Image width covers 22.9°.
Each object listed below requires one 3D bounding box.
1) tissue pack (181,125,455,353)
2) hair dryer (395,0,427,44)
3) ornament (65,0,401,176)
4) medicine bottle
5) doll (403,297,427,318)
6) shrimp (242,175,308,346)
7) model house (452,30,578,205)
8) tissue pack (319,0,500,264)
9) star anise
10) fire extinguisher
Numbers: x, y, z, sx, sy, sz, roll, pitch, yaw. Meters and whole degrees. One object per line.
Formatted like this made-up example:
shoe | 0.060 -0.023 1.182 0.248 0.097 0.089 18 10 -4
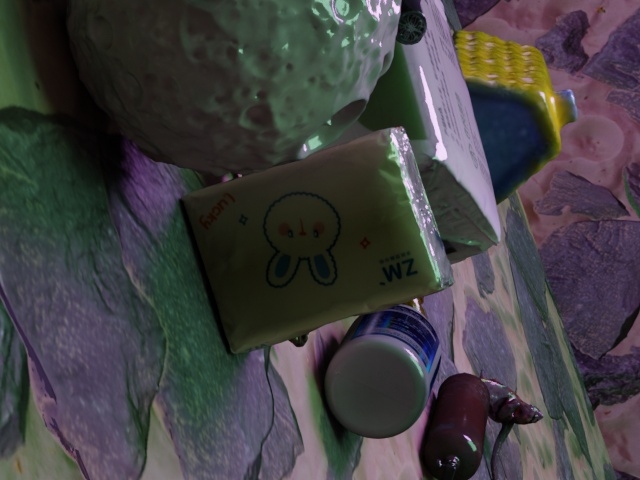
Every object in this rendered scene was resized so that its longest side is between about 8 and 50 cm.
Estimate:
tissue pack | 0.000 0.000 1.349 0.092 0.196 0.148 -19 91 -77
hair dryer | 0.010 -0.199 1.593 0.075 0.219 0.195 49 12 -26
ornament | -0.061 -0.167 1.195 0.225 0.259 0.259 50 10 12
medicine bottle | 0.070 0.128 1.650 0.191 0.107 0.107 -52 123 -74
doll | 0.114 0.035 1.977 0.137 0.097 0.209 -28 106 -82
shrimp | -0.046 -0.024 1.474 0.143 0.052 0.251 -149 -126 -74
model house | 0.191 -0.158 2.114 0.237 0.303 0.215 -75 152 -67
tissue pack | 0.058 -0.163 1.784 0.266 0.194 0.356 45 29 -59
star anise | 0.256 0.322 2.332 0.227 0.218 0.148 -68 -161 -1
fire extinguisher | 0.168 0.252 1.974 0.268 0.072 0.089 -60 167 -72
